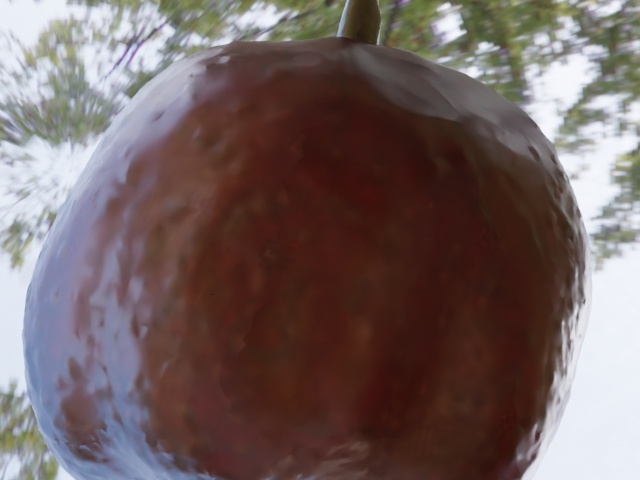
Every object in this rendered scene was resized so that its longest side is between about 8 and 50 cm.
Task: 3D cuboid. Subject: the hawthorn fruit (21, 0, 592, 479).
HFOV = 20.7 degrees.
[{"bbox_3d":[0.000,0.000,0.919,0.287,0.287,0.330,12,-98,-8],"label":"hawthorn fruit"}]
